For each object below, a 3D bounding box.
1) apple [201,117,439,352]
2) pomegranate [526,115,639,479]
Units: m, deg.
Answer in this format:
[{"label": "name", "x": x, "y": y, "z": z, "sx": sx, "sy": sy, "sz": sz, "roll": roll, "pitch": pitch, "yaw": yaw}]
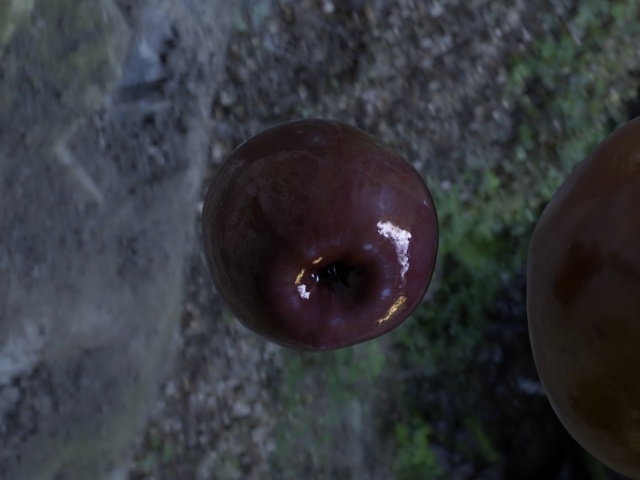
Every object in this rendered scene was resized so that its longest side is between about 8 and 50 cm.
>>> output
[{"label": "apple", "x": 0.000, "y": 0.000, "z": 1.224, "sx": 0.153, "sy": 0.120, "sz": 0.153, "roll": -1, "pitch": 118, "yaw": -1}, {"label": "pomegranate", "x": 0.262, "y": 0.035, "z": 1.279, "sx": 0.264, "sy": 0.264, "sz": 0.264, "roll": -6, "pitch": 126, "yaw": -9}]
